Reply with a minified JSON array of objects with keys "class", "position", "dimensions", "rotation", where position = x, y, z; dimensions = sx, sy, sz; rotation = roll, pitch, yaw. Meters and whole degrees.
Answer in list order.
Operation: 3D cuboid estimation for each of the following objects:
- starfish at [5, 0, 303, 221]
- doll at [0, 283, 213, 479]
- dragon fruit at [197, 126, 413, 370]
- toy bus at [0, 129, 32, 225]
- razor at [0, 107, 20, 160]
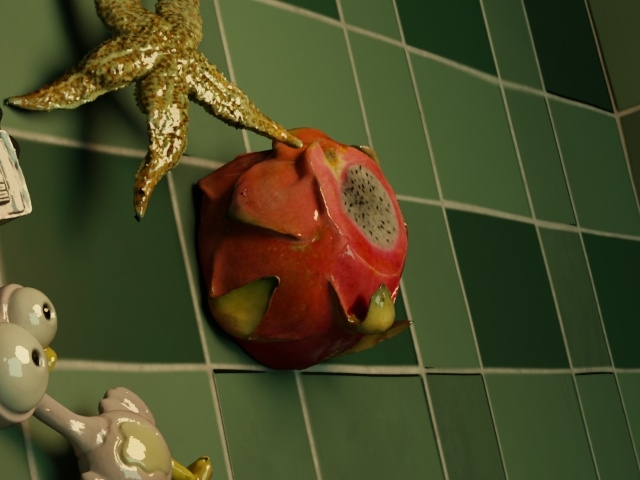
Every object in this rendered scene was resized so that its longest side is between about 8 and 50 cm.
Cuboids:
[{"class":"starfish","position":[-0.195,-0.203,1.889],"dimensions":[0.358,0.078,0.347],"rotation":[51,48,5]},{"class":"doll","position":[-0.240,0.162,1.657],"dimensions":[0.365,0.094,0.160],"rotation":[51,32,-32]},{"class":"dragon fruit","position":[0.000,0.000,2.055],"dimensions":[0.291,0.189,0.290],"rotation":[36,45,-46]},{"class":"toy bus","position":[-0.354,-0.026,1.360],"dimensions":[0.268,0.106,0.092],"rotation":[-14,84,-51]},{"class":"razor","position":[-0.392,-0.041,1.500],"dimensions":[0.189,0.107,0.327],"rotation":[54,39,-25]}]
